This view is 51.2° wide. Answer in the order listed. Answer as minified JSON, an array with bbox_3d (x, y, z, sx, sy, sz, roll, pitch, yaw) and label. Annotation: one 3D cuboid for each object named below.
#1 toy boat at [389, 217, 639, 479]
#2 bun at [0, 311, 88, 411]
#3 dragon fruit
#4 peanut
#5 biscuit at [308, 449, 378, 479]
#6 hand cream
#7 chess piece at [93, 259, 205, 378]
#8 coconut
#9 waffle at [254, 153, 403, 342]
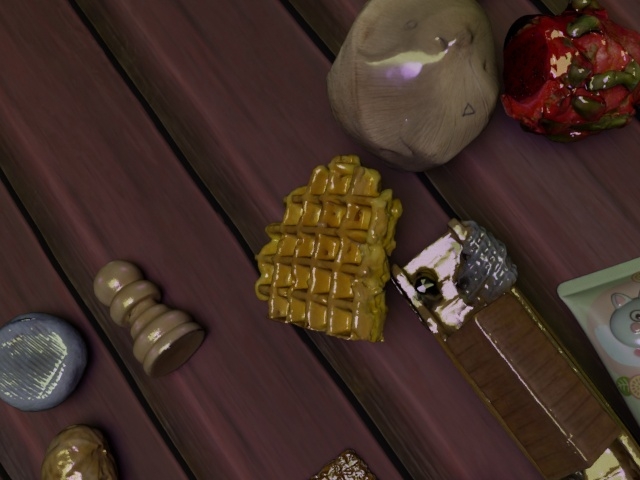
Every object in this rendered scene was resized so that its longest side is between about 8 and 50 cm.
[{"bbox_3d":[0.250,0.170,0.741,0.136,0.162,0.446,-37,78,6],"label":"toy boat"},{"bbox_3d":[-0.398,0.171,0.948,0.140,0.083,0.141,-1,80,6],"label":"bun"},{"bbox_3d":[0.304,-0.194,0.759,0.160,0.171,0.167,-124,39,-47],"label":"dragon fruit"},{"bbox_3d":[-0.334,0.367,0.910,0.103,0.098,0.230,7,90,41],"label":"peanut"},{"bbox_3d":[-0.010,0.389,0.860,0.237,0.026,0.131,-40,76,7],"label":"biscuit"},{"bbox_3d":[0.386,0.156,0.725,0.147,0.093,0.306,-21,56,11],"label":"hand cream"},{"bbox_3d":[-0.243,0.095,0.916,0.094,0.094,0.170,-46,69,7],"label":"chess piece"},{"bbox_3d":[0.111,-0.185,0.768,0.224,0.224,0.225,-1,86,14],"label":"coconut"},{"bbox_3d":[0.001,0.000,0.826,0.229,0.057,0.219,7,86,49],"label":"waffle"}]
